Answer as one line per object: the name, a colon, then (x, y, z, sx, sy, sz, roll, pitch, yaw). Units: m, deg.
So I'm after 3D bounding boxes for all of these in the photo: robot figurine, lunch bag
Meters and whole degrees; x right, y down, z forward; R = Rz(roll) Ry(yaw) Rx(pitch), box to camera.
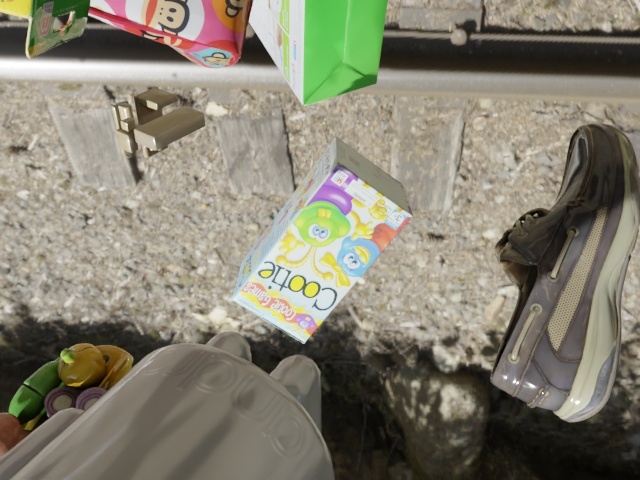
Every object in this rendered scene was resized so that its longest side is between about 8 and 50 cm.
robot figurine: (-0.122, 0.213, 0.445, 0.299, 0.353, 0.200, 11, 122, 24)
lunch bag: (-0.210, -0.271, 0.629, 0.258, 0.293, 0.120, 13, 105, -26)

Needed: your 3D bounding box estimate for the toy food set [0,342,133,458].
toy food set: (-0.282, 0.190, 0.637, 0.128, 0.218, 0.071, 19, 154, 31)

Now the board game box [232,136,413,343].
board game box: (0.000, 0.000, 1.003, 0.142, 0.144, 0.275, 34, 111, -14)

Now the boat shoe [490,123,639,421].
boat shoe: (0.270, 0.016, 0.711, 0.130, 0.355, 0.132, 13, 158, 8)

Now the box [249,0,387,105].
box: (-0.019, -0.362, 0.839, 0.126, 0.231, 0.262, -19, 147, -15)

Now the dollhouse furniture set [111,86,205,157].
dollhouse furniture set: (-0.284, -0.174, 1.116, 0.151, 0.144, 0.123, 24, 132, 28)

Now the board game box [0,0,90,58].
board game box: (-0.145, -0.241, 0.353, 0.039, 0.124, 0.259, 10, 114, -9)
